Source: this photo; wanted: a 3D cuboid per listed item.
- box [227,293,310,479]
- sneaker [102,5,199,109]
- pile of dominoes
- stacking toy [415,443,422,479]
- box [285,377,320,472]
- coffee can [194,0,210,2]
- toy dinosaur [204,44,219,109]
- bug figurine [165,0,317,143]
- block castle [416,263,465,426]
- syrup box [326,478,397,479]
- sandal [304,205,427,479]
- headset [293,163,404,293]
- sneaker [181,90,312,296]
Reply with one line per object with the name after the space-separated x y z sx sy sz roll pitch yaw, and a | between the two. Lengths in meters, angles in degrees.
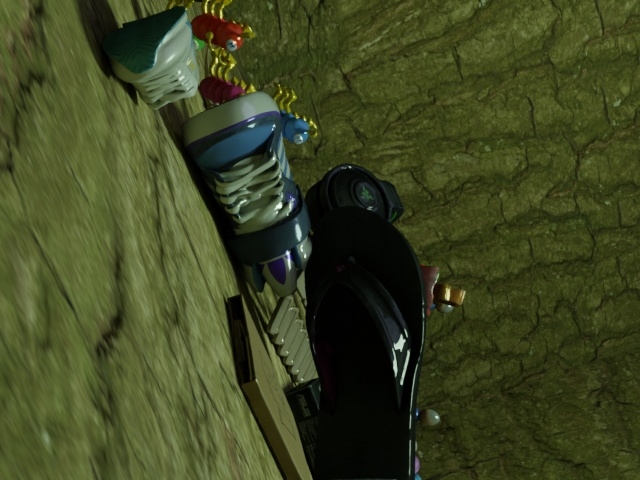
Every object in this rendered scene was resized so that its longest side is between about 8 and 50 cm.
-0.058 0.182 1.347 0.164 0.021 0.201 -107 176 -56 | box
-0.160 -0.181 1.187 0.228 0.087 0.092 -94 167 -75 | sneaker
-0.013 0.097 1.755 0.040 0.196 0.251 26 -22 27 | pile of dominoes
0.147 0.527 2.140 0.141 0.141 0.330 -53 127 -88 | stacking toy
0.007 0.294 1.680 0.184 0.045 0.190 71 -1 -85 | box
-0.205 -0.565 2.018 0.275 0.202 0.201 -107 177 -46 | coffee can
-0.177 -0.232 1.966 0.092 0.053 0.183 -137 -149 -59 | toy dinosaur
-0.123 -0.232 1.612 0.216 0.072 0.279 26 -19 43 | bug figurine
0.133 0.190 2.138 0.453 0.213 0.303 54 47 -84 | block castle
0.045 0.331 1.355 0.237 0.093 0.096 58 30 -81 | syrup box
0.055 0.154 1.539 0.107 0.168 0.445 43 41 -64 | sandal
0.000 0.000 1.893 0.394 0.243 0.185 5 60 -64 | headset
-0.074 -0.046 1.524 0.323 0.130 0.236 100 -33 -83 | sneaker
